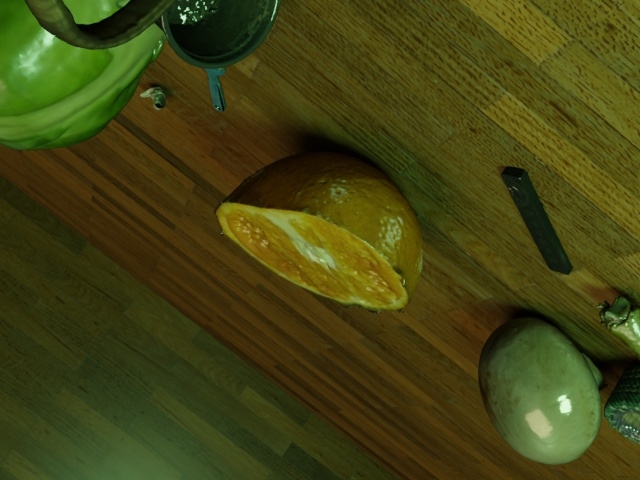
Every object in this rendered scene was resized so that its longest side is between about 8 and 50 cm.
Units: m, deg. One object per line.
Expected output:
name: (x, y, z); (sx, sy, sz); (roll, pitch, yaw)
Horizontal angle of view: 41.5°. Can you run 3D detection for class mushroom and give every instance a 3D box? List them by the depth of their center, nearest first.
mushroom: (0.339, 0.222, 1.277); (0.226, 0.178, 0.226); (50, 151, 41)

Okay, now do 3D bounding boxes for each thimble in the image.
thimble: (0.469, 0.231, 1.176); (0.118, 0.090, 0.135); (36, 160, 0)

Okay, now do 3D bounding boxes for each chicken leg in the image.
chicken leg: (0.446, 0.149, 1.058); (0.228, 0.088, 0.103); (46, 169, -9)

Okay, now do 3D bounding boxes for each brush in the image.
brush: (-0.162, -0.242, 1.277); (0.051, 0.014, 0.164); (32, 161, 15)

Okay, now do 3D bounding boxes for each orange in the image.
orange: (-0.002, -0.004, 1.209); (0.310, 0.274, 0.274); (-27, 121, 30)

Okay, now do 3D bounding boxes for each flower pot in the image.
flower pot: (-0.137, -0.284, 0.951); (0.107, 0.157, 0.157); (35, 164, 38)

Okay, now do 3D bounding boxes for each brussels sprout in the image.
brussels sprout: (-0.360, -0.268, 1.064); (0.371, 0.315, 0.276); (-9, 147, 23)

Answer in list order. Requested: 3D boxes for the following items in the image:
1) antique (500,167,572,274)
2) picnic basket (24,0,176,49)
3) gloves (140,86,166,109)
antique: (0.270, -0.020, 1.049); (0.031, 0.015, 0.192); (16, 152, 45)
picnic basket: (-0.116, -0.290, 0.636); (0.337, 0.337, 0.293); (33, 162, 8)
gloves: (-0.279, -0.240, 1.438); (0.081, 0.037, 0.044); (32, 137, 44)
